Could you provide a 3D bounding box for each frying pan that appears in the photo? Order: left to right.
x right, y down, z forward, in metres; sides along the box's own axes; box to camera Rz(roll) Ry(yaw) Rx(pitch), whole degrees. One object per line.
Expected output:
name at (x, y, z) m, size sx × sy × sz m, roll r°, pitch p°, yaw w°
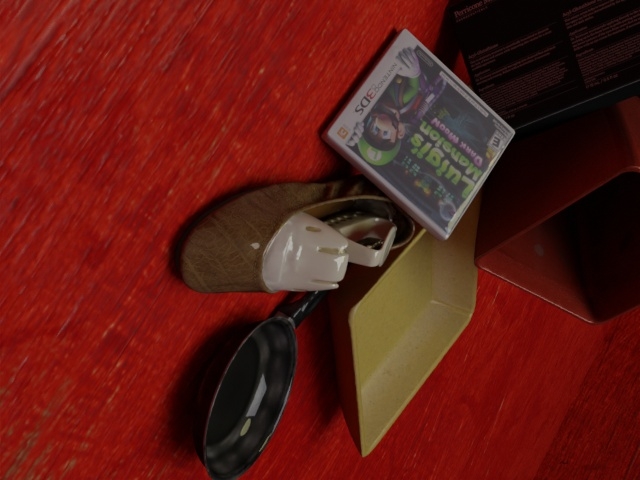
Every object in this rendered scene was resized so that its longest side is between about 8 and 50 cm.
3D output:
frying pan at (-0.063, 0.117, 1.013) m, size 0.326 × 0.053 × 0.197 m, roll -70°, pitch 157°, yaw -8°

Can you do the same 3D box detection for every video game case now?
video game case at (0.119, -0.124, 1.034) m, size 0.173 × 0.190 × 0.022 m, roll -55°, pitch -166°, yaw -19°

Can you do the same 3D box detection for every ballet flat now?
ballet flat at (0.000, 0.000, 0.952) m, size 0.342 × 0.124 × 0.116 m, roll -14°, pitch 125°, yaw -56°

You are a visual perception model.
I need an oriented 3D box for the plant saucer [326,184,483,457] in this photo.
plant saucer at (0.114, 0.090, 1.268) m, size 0.333 × 0.081 × 0.332 m, roll -46°, pitch 147°, yaw -33°

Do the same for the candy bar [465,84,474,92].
candy bar at (0.233, -0.182, 1.326) m, size 0.040 × 0.018 × 0.161 m, roll -65°, pitch 152°, yaw -8°

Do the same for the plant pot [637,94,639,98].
plant pot at (0.605, -0.284, 1.730) m, size 0.188 × 0.167 × 0.187 m, roll -10°, pitch 120°, yaw -57°

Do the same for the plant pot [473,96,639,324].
plant pot at (0.390, -0.073, 1.242) m, size 0.267 × 0.267 × 0.235 m, roll 25°, pitch 49°, yaw -29°

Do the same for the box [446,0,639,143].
box at (0.313, -0.252, 1.094) m, size 0.103 × 0.261 × 0.184 m, roll -7°, pitch 79°, yaw -60°
